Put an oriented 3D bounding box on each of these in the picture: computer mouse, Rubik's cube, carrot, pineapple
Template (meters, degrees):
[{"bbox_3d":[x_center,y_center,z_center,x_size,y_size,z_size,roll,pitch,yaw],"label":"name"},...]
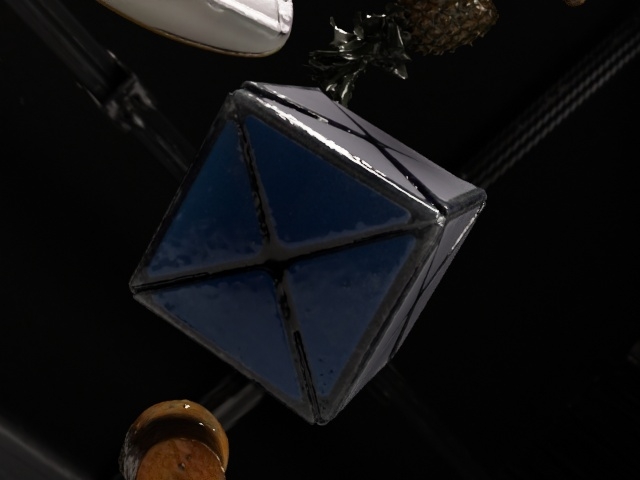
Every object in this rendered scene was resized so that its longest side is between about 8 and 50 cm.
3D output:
[{"bbox_3d":[-0.130,-0.233,0.779,0.245,0.126,0.056,16,-36,-36],"label":"computer mouse"},{"bbox_3d":[0.000,0.000,0.979,0.260,0.259,0.255,-58,-10,18],"label":"Rubik's cube"},{"bbox_3d":[-0.167,0.256,1.083,0.139,0.302,0.138,2,-98,-13],"label":"carrot"},{"bbox_3d":[0.097,-0.263,1.166,0.251,0.125,0.125,-30,-48,4],"label":"pineapple"}]

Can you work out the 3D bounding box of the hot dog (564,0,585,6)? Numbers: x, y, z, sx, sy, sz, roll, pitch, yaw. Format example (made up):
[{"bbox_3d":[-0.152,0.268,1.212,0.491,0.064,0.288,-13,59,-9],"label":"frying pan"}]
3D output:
[{"bbox_3d":[0.278,-0.346,1.125,0.060,0.140,0.090,-9,-41,-25],"label":"hot dog"}]
